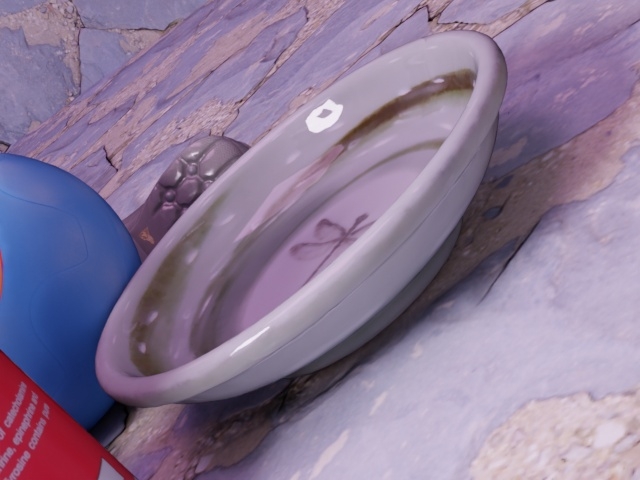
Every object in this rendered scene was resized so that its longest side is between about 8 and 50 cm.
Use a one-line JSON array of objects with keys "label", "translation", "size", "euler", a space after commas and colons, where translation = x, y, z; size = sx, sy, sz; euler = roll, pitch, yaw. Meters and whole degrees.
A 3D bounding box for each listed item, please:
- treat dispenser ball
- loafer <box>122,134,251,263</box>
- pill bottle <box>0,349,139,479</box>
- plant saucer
[{"label": "treat dispenser ball", "translation": [-0.303, 0.064, 1.105], "size": [0.288, 0.288, 0.288], "euler": [-36, 20, 15]}, {"label": "loafer", "translation": [-0.177, 0.019, 1.272], "size": [0.319, 0.112, 0.111], "euler": [-41, -18, 15]}, {"label": "pill bottle", "translation": [-0.302, 0.136, 0.762], "size": [0.229, 0.408, 0.229], "euler": [-36, 20, 15]}, {"label": "plant saucer", "translation": [0.000, 0.000, 0.946], "size": [0.400, 0.100, 0.400], "euler": [-36, 19, 15]}]
